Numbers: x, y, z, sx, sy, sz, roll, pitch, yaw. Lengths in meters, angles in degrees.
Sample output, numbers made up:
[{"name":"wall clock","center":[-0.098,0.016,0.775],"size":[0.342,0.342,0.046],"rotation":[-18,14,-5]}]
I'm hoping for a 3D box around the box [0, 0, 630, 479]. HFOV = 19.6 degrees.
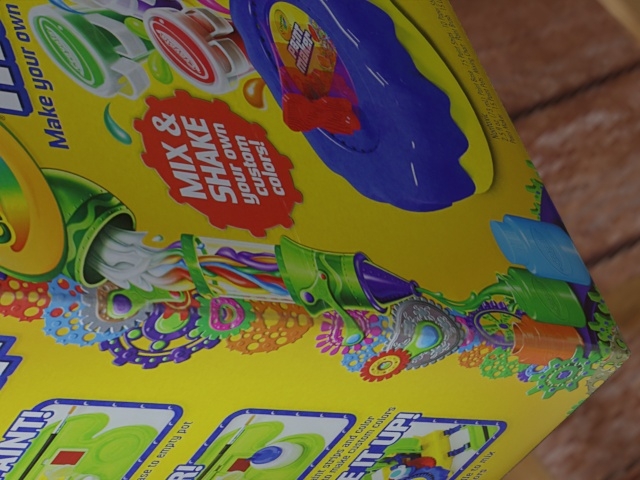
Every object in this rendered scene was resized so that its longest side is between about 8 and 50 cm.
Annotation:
[{"name":"box","center":[-0.091,-0.031,0.672],"size":[0.279,0.290,0.177],"rotation":[6,137,-39]}]
